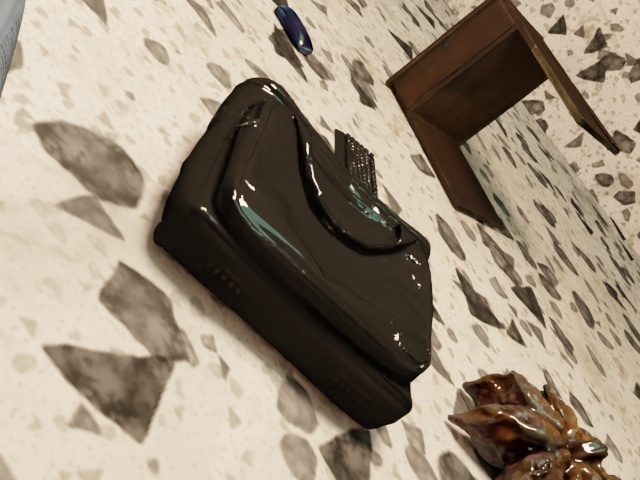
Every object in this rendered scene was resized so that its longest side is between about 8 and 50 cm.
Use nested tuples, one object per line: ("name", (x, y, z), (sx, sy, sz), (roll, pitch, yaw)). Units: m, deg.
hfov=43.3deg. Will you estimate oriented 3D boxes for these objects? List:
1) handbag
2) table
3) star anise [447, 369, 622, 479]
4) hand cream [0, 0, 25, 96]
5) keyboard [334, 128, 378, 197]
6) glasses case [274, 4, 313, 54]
("handbag", (0.000, 0.000, 0.705), (0.275, 0.088, 0.244), (42, 33, -19))
("table", (0.304, -0.211, 1.367), (0.196, 0.250, 0.282), (21, 40, -52))
("star anise", (0.245, 0.234, 0.842), (0.236, 0.109, 0.223), (26, 31, -43))
("hand cream", (-0.211, -0.063, 0.451), (0.058, 0.091, 0.271), (22, 39, -17))
("keyboard", (0.047, -0.075, 1.002), (0.074, 0.015, 0.196), (41, 26, -24))
("glasses case", (-0.036, -0.304, 1.152), (0.033, 0.023, 0.083), (5, 53, -61))
